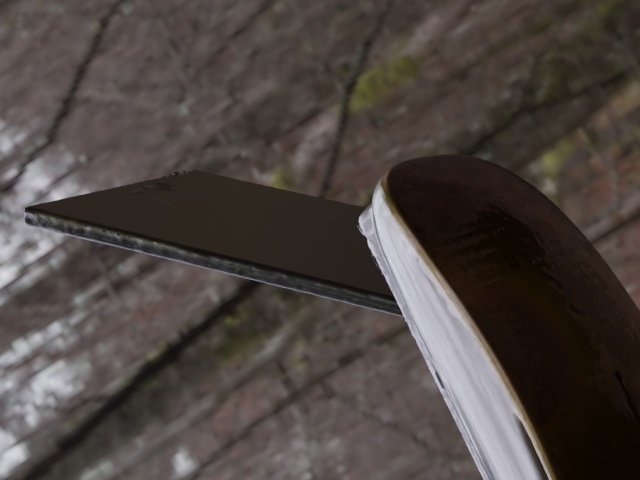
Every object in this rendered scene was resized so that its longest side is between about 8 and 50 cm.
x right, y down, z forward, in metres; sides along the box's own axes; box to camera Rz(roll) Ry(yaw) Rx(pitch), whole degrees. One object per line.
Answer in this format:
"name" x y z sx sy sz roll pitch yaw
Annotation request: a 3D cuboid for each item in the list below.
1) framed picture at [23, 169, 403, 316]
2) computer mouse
"framed picture" 0.000 0.000 1.214 0.255 0.338 0.014 -21 -59 -65
"computer mouse" 0.102 0.069 0.706 0.126 0.056 0.245 -9 -109 -53
